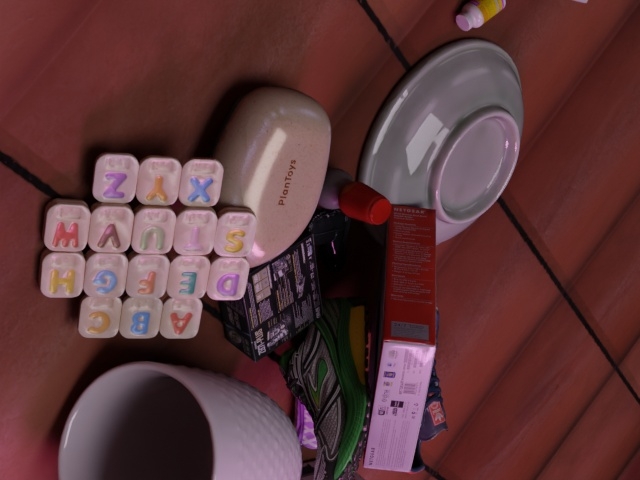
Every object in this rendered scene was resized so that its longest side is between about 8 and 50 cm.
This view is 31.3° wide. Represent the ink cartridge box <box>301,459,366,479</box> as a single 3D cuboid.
[{"bbox_3d":[-0.020,0.517,2.055,0.306,0.226,0.131,-3,119,-48],"label":"ink cartridge box"}]

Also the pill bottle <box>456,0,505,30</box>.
[{"bbox_3d":[0.260,-0.376,1.862,0.083,0.043,0.043,-39,140,-22],"label":"pill bottle"}]

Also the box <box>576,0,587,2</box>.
[{"bbox_3d":[0.395,-0.456,1.904,0.102,0.101,0.087,-1,116,-47],"label":"box"}]

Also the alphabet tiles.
[{"bbox_3d":[-0.229,0.015,1.531,0.284,0.021,0.277,2,118,-21],"label":"alphabet tiles"}]

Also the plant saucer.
[{"bbox_3d":[0.238,-0.143,1.964,0.400,0.101,0.400,-28,134,-33],"label":"plant saucer"}]

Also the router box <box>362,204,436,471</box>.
[{"bbox_3d":[0.131,0.165,1.894,0.301,0.082,0.335,-84,179,-46],"label":"router box"}]

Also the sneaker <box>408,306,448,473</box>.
[{"bbox_3d":[0.191,0.290,2.185,0.131,0.148,0.350,-14,126,-42],"label":"sneaker"}]

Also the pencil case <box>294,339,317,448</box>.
[{"bbox_3d":[-0.009,0.273,2.003,0.088,0.086,0.206,-34,138,-35],"label":"pencil case"}]

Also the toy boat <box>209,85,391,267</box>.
[{"bbox_3d":[-0.045,-0.084,1.681,0.318,0.148,0.267,12,102,-43],"label":"toy boat"}]

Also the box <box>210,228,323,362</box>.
[{"bbox_3d":[-0.081,0.075,1.787,0.147,0.077,0.180,-34,137,-27],"label":"box"}]

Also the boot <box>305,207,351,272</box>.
[{"bbox_3d":[0.000,0.001,1.850,0.099,0.045,0.121,-11,117,-46],"label":"boot"}]

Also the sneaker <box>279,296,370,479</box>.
[{"bbox_3d":[0.005,0.250,1.851,0.146,0.343,0.134,1,146,-3],"label":"sneaker"}]

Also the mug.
[{"bbox_3d":[-0.194,0.377,1.706,0.328,0.276,0.374,21,86,-60],"label":"mug"}]
